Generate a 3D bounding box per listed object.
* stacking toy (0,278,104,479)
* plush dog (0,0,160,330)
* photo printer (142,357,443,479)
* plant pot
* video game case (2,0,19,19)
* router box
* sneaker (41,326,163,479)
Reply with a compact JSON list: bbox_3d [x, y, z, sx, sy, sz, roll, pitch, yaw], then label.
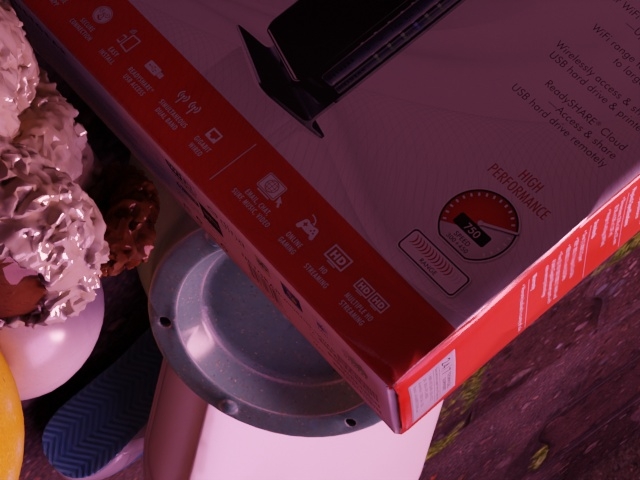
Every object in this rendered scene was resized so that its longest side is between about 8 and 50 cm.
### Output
[{"bbox_3d":[-0.297,0.139,0.913,0.480,0.350,0.350,-38,161,-46],"label":"stacking toy"},{"bbox_3d":[-0.203,-0.053,0.779,0.225,0.262,0.210,74,28,-69],"label":"plush dog"},{"bbox_3d":[-0.009,0.103,1.252,0.256,0.107,0.307,4,111,-33],"label":"photo printer"},{"bbox_3d":[0.000,0.000,0.964,0.196,0.293,0.293,-71,-173,-51],"label":"plant pot"},{"bbox_3d":[-0.225,-0.117,0.851,0.119,0.015,0.166,-18,148,-41],"label":"video game case"},{"bbox_3d":[0.042,-0.115,0.834,0.301,0.335,0.082,-40,157,-12],"label":"router box"},{"bbox_3d":[-0.143,0.129,1.324,0.228,0.087,0.092,-33,171,-13],"label":"sneaker"}]
